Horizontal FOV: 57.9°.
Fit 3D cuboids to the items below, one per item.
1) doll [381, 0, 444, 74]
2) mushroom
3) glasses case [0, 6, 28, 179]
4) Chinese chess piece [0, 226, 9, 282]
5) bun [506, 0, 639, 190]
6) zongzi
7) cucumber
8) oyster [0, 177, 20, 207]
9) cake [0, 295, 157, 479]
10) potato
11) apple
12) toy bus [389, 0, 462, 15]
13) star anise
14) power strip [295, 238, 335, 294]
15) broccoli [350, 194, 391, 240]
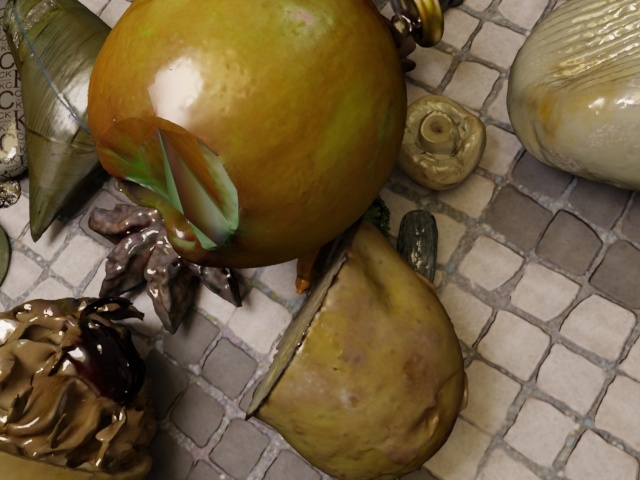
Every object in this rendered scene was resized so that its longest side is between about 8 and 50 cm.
[{"bbox_3d":[0.033,-0.383,0.898,0.209,0.318,0.340,-13,83,-16],"label":"doll"},{"bbox_3d":[0.172,-0.145,0.856,0.147,0.112,0.148,-2,82,12],"label":"mushroom"},{"bbox_3d":[-0.581,-0.278,1.067,0.137,0.085,0.355,-6,71,7],"label":"glasses case"},{"bbox_3d":[-0.630,0.031,0.988,0.188,0.083,0.189,-2,75,8],"label":"Chinese chess piece"},{"bbox_3d":[0.435,-0.200,0.755,0.364,0.219,0.365,-20,37,16],"label":"bun"},{"bbox_3d":[-0.468,-0.222,0.986,0.323,0.160,0.361,39,91,12],"label":"zongzi"},{"bbox_3d":[0.139,0.013,0.840,0.064,0.064,0.112,4,74,13],"label":"cucumber"},{"bbox_3d":[-0.582,-0.082,1.042,0.083,0.019,0.054,-19,71,6],"label":"oyster"},{"bbox_3d":[-0.352,0.209,0.744,0.332,0.332,0.321,21,79,17],"label":"cake"},{"bbox_3d":[0.073,0.156,0.733,0.237,0.301,0.289,30,115,-1],"label":"potato"},{"bbox_3d":[-0.088,-0.134,0.681,0.374,0.384,0.375,15,58,-26],"label":"apple"},{"bbox_3d":[0.215,-0.488,0.970,0.106,0.092,0.268,27,80,28],"label":"toy bus"},{"bbox_3d":[-0.223,-0.022,0.898,0.331,0.118,0.332,-5,67,11],"label":"star anise"},{"bbox_3d":[0.000,0.000,0.880,0.028,0.049,0.178,17,77,23],"label":"power strip"},{"bbox_3d":[0.063,-0.030,0.855,0.095,0.092,0.097,32,108,17],"label":"broccoli"}]
